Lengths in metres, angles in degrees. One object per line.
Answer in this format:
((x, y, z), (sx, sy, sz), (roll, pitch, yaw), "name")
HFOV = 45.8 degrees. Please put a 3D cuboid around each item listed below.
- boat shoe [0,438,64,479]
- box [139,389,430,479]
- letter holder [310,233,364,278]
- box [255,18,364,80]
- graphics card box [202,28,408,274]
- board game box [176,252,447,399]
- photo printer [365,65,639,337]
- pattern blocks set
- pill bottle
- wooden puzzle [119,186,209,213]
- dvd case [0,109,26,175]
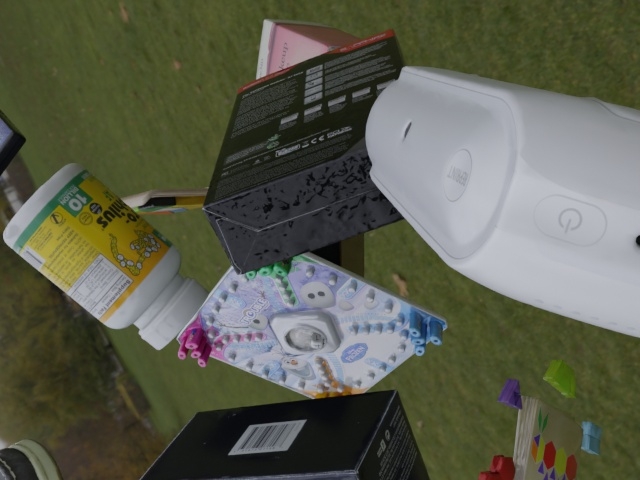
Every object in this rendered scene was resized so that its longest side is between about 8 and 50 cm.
((-0.187, 0.228, 0.423), (0.080, 0.073, 0.224), (10, 97, 44), "boat shoe")
((-0.022, 0.399, 1.044), (0.343, 0.179, 0.313), (-12, 107, 27), "box")
((0.000, 0.000, 1.580), (0.214, 0.151, 0.302), (-37, -53, -68), "letter holder")
((-0.002, -0.274, 1.267), (0.232, 0.126, 0.149), (40, 127, 51), "box")
((0.006, -0.122, 0.875), (0.371, 0.232, 0.094), (-91, -20, -62), "graphics card box")
((-0.030, 0.185, 1.414), (0.389, 0.050, 0.390), (26, 136, -17), "board game box")
((0.174, -0.025, 0.466), (0.307, 0.255, 0.107), (-114, 39, -73), "photo printer")
((0.342, 0.322, 1.143), (0.026, 0.286, 0.325), (-4, 143, 43), "pattern blocks set")
((-0.230, 0.023, 0.839), (0.208, 0.118, 0.117), (42, 164, -10), "pill bottle")
((-0.311, -0.077, 1.522), (0.220, 0.238, 0.044), (-8, 93, 45), "wooden puzzle")
((-0.465, -0.057, 0.920), (0.180, 0.253, 0.022), (37, -179, 42), "dvd case")
